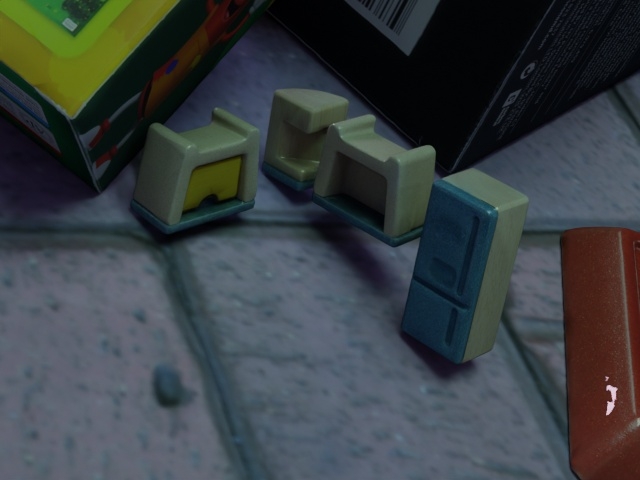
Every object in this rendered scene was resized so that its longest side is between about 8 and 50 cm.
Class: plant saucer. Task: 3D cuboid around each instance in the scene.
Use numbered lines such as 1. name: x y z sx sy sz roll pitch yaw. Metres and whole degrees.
1. plant saucer: 0.304 0.103 1.202 0.258 0.048 0.259 20 41 -11

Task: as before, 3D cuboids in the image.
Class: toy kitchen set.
1. toy kitchen set: 0.000 0.000 1.101 0.207 0.122 0.166 31 35 35

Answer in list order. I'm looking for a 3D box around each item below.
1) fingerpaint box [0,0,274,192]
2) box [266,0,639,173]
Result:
1. fingerpaint box: -0.203 -0.317 1.116 0.445 0.163 0.371 37 77 10
2. box: 0.153 -0.276 1.385 0.293 0.212 0.395 43 42 17
